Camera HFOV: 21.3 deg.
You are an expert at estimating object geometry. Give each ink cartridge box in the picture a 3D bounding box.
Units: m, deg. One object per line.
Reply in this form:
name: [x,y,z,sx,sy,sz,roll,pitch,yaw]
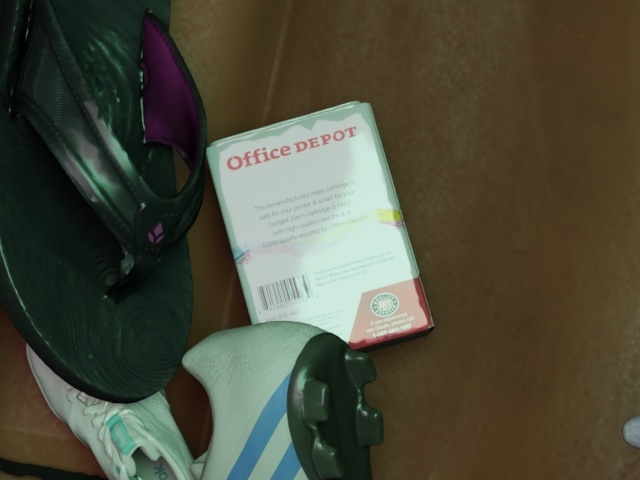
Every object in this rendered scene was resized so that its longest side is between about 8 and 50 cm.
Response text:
ink cartridge box: [0.000,0.000,1.260,0.127,0.072,0.175,-15,83,1]

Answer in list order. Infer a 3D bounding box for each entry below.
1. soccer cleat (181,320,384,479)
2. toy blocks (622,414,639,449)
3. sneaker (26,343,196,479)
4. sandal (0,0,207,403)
soccer cleat: [-0.018,0.210,1.209,0.143,0.116,0.331,4,109,35]
toy blocks: [0.319,0.112,1.126,0.260,0.288,0.308,1,86,-3]
sneaker: [-0.142,0.136,1.238,0.080,0.094,0.212,-38,83,-1]
sandal: [-0.155,-0.109,1.216,0.168,0.107,0.445,5,75,-39]
